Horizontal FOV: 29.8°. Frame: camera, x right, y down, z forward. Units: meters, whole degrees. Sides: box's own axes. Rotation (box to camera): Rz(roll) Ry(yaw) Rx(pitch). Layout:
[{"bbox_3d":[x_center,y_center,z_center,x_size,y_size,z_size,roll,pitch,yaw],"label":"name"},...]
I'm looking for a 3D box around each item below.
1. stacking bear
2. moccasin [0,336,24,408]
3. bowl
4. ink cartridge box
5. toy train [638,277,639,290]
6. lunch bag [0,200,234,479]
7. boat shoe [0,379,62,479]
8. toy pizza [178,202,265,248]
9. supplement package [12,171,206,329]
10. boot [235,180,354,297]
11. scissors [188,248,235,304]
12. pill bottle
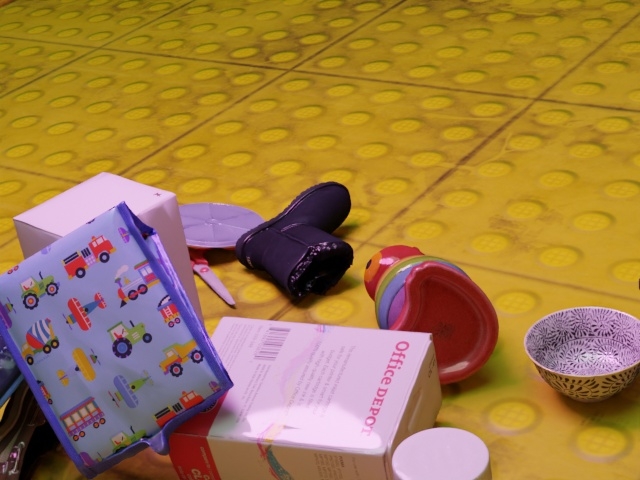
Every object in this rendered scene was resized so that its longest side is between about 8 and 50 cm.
[{"bbox_3d":[0.144,0.088,1.778,0.164,0.175,0.289,21,11,-16],"label":"stacking bear"},{"bbox_3d":[-0.496,0.211,1.622,0.342,0.117,0.138,-51,10,-17],"label":"moccasin"},{"bbox_3d":[0.364,0.167,1.634,0.170,0.080,0.170,-7,28,4],"label":"bowl"},{"bbox_3d":[-0.018,0.225,1.568,0.306,0.131,0.226,5,39,21],"label":"ink cartridge box"},{"bbox_3d":[0.510,0.114,1.572,0.142,0.190,0.334,-9,28,0],"label":"toy train"},{"bbox_3d":[-0.259,0.139,1.518,0.221,0.138,0.293,-31,70,1],"label":"lunch bag"},{"bbox_3d":[-0.396,0.268,1.684,0.095,0.095,0.257,11,40,13],"label":"boat shoe"},{"bbox_3d":[-0.197,-0.020,2.181,0.201,0.032,0.201,3,23,-1],"label":"toy pizza"},{"bbox_3d":[-0.304,0.075,1.783,0.175,0.293,0.177,17,37,40],"label":"supplement package"},{"bbox_3d":[0.000,0.000,2.038,0.246,0.094,0.207,-31,31,-23],"label":"boot"},{"bbox_3d":[-0.201,0.044,2.099,0.109,0.021,0.297,-26,31,-33],"label":"scissors"},{"bbox_3d":[0.138,0.316,1.276,0.121,0.221,0.121,-7,28,4],"label":"pill bottle"}]
